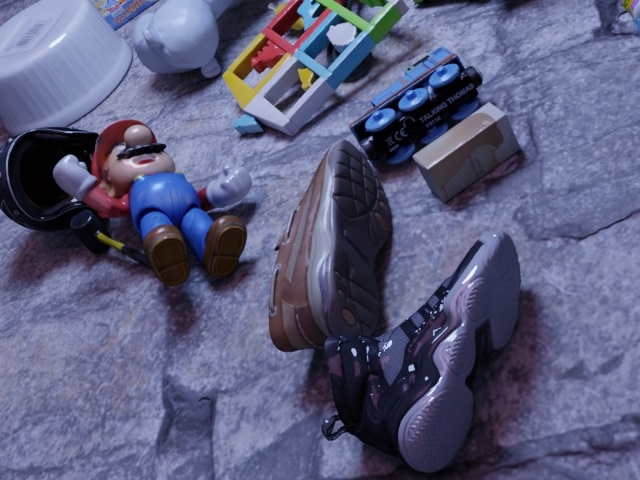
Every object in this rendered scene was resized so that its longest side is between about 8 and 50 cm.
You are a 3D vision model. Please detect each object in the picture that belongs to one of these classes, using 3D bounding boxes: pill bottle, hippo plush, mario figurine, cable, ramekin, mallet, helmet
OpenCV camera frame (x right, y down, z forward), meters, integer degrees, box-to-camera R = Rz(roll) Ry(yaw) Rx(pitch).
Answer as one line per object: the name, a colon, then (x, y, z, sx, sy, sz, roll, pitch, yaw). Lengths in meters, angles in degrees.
pill bottle: (0.403, -0.293, 1.298, 0.043, 0.043, 0.083, -25, 37, 10)
hippo plush: (-0.191, -0.383, 1.739, 0.294, 0.234, 0.237, -4, 74, 53)
mario figurine: (-0.223, -0.079, 1.390, 0.170, 0.198, 0.320, -54, 42, 7)
cable: (0.029, -0.335, 1.625, 0.139, 0.072, 0.287, -27, 49, -8)
ramekin: (-0.494, -0.327, 1.903, 0.277, 0.135, 0.277, -19, 39, 17)
mallet: (-0.271, 0.016, 1.451, 0.189, 0.062, 0.039, 27, 66, 33)
helmet: (-0.399, -0.089, 1.539, 0.161, 0.169, 0.169, -7, 40, 0)

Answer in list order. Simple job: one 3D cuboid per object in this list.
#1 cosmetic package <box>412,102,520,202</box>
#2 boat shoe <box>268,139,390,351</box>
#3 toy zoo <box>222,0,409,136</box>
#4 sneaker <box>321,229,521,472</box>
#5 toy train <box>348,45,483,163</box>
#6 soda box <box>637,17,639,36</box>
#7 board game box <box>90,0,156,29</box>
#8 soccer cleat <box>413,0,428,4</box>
cosmetic package: (0.174, -0.104, 1.240, 0.115, 0.060, 0.041, -37, 37, -3)
boat shoe: (0.000, 0.000, 1.201, 0.116, 0.123, 0.324, -25, 29, 26)
toy zoo: (-0.027, -0.273, 1.542, 0.293, 0.030, 0.192, -47, 46, 1)
sneaker: (0.094, 0.094, 1.038, 0.153, 0.101, 0.268, 4, 53, 35)
toy train: (0.120, -0.170, 1.341, 0.184, 0.080, 0.105, -35, 28, 1)
soda box: (0.468, -0.234, 1.163, 0.210, 0.071, 0.067, -14, 42, 23)
board game box: (-0.370, -0.495, 2.084, 0.201, 0.035, 0.136, -36, 37, -5)
soccer cleat: (0.172, -0.381, 1.559, 0.072, 0.060, 0.179, -50, 33, -7)
